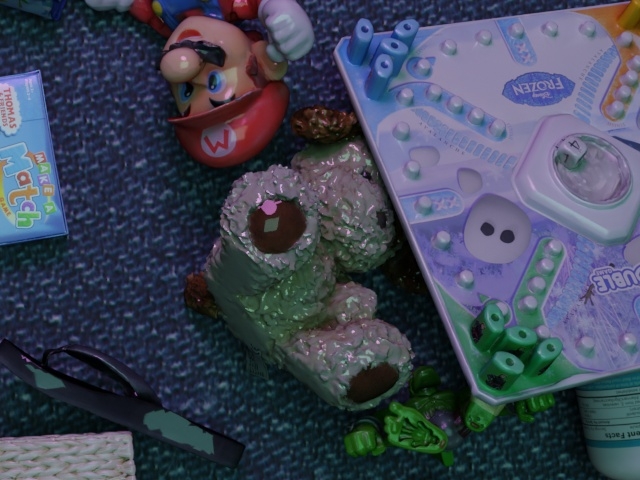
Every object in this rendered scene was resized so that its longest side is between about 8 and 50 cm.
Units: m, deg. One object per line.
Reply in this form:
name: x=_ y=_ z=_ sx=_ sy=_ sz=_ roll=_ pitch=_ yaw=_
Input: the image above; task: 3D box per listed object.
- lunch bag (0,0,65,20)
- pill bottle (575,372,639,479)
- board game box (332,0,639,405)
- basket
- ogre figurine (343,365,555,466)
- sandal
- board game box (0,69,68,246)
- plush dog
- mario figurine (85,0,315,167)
lunch bag: x=-0.285 y=-0.303 z=1.325 sx=0.129 sy=0.096 sz=0.151 roll=18 pitch=71 yaw=-7
pill bottle: x=0.323 y=0.139 z=1.381 sx=0.146 sy=0.146 sz=0.264 roll=-11 pitch=89 yaw=-11
board game box: x=0.253 y=-0.066 z=1.313 sx=0.390 sy=0.050 sz=0.390 roll=-10 pitch=63 yaw=-22
basket: x=-0.247 y=0.230 z=1.290 sx=0.167 sy=0.113 sz=0.103 roll=-1 pitch=83 yaw=-10
ogre figurine: x=0.113 y=0.171 z=1.354 sx=0.197 sy=0.118 sz=0.097 roll=-33 pitch=89 yaw=-12
sandal: x=-0.185 y=0.142 z=1.319 sx=0.254 sy=0.097 sz=0.054 roll=25 pitch=84 yaw=-19
board game box: x=-0.356 y=-0.065 z=1.322 sx=0.211 sy=0.039 sz=0.160 roll=-10 pitch=89 yaw=-10
plush dog: x=0.000 y=0.000 z=1.335 sx=0.225 sy=0.210 sz=0.262 roll=-45 pitch=118 yaw=-25
mario figurine: x=-0.119 y=-0.225 z=1.302 sx=0.170 sy=0.198 sz=0.320 roll=-10 pitch=84 yaw=-23
